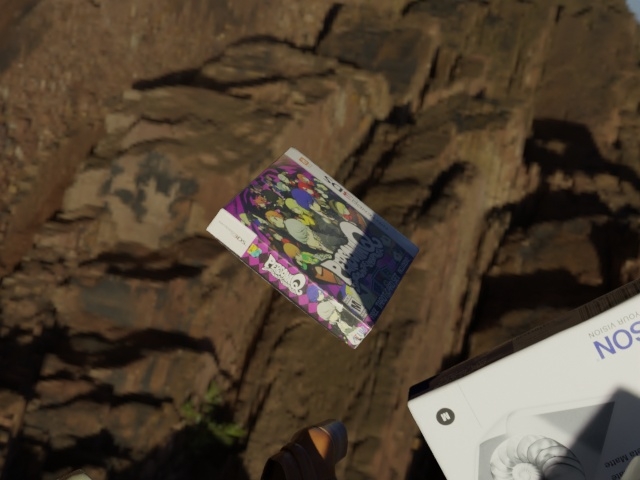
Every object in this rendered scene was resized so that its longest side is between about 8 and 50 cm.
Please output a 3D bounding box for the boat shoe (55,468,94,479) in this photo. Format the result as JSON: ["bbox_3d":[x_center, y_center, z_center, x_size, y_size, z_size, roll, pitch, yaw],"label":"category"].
[{"bbox_3d":[-0.132,0.276,0.777,0.094,0.302,0.109,-39,147,-26],"label":"boat shoe"}]

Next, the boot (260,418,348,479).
[{"bbox_3d":[-0.019,0.323,1.271,0.152,0.073,0.197,-17,103,-61],"label":"boot"}]

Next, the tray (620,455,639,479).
[{"bbox_3d":[0.214,0.254,0.604,0.145,0.030,0.270,-69,-157,16],"label":"tray"}]

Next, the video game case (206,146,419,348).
[{"bbox_3d":[0.000,0.000,1.234,0.042,0.210,0.232,-52,179,29],"label":"video game case"}]

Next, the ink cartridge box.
[{"bbox_3d":[0.211,0.164,0.786,0.224,0.223,0.045,60,14,-7],"label":"ink cartridge box"}]
